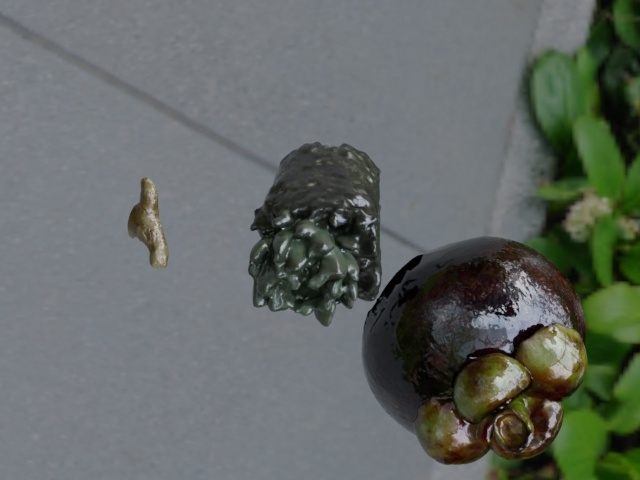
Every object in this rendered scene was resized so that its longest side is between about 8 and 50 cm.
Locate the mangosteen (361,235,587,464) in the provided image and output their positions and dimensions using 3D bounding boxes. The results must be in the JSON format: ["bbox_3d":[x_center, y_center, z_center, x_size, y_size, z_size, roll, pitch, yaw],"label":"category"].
[{"bbox_3d":[0.139,0.101,1.169,0.194,0.230,0.194,-13,128,-17],"label":"mangosteen"}]

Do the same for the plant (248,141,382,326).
[{"bbox_3d":[0.000,0.000,1.407,0.194,0.129,0.132,-78,164,-44],"label":"plant"}]

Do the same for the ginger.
[{"bbox_3d":[-0.183,-0.016,1.447,0.030,0.048,0.097,-7,84,-37],"label":"ginger"}]
